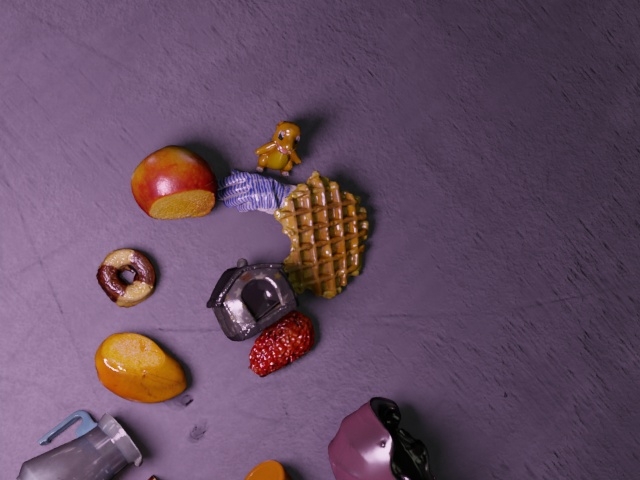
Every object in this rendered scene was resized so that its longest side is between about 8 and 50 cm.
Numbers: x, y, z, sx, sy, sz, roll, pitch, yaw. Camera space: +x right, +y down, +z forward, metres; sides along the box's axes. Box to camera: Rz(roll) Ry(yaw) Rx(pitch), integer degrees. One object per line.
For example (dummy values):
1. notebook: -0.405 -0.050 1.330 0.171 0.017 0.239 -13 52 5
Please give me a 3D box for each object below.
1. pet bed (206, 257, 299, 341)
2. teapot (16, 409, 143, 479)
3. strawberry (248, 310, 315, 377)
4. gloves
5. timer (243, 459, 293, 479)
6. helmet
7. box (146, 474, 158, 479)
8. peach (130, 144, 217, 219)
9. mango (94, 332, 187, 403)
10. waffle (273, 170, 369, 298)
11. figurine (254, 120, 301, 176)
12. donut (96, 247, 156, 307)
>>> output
1. pet bed: -0.165 0.123 1.733 0.183 0.211 0.159 -31 93 -16
2. teapot: -0.517 0.476 1.604 0.225 0.171 0.203 -37 62 -26
3. strawberry: -0.087 0.253 1.805 0.121 0.082 0.188 47 68 -8
4. gloves: -0.151 -0.119 1.852 0.229 0.097 0.119 3 50 -12
5. timer: -0.094 0.604 1.735 0.132 0.132 0.152 -52 121 -18
6. helmet: 0.147 0.545 1.746 0.197 0.271 0.338 -30 96 11
7. box: -0.348 0.662 1.660 0.153 0.074 0.240 -42 93 -23
8. peach: -0.335 -0.124 1.742 0.192 0.190 0.190 46 71 -6
9. mango: -0.404 0.294 1.693 0.217 0.102 0.141 22 51 -15
10. waffle: 0.002 -0.010 1.851 0.281 0.058 0.301 15 84 -34
11. figurine: -0.093 -0.245 1.845 0.121 0.176 0.122 12 66 -17
12. donut: -0.446 0.084 1.738 0.140 0.059 0.141 4 78 -19
